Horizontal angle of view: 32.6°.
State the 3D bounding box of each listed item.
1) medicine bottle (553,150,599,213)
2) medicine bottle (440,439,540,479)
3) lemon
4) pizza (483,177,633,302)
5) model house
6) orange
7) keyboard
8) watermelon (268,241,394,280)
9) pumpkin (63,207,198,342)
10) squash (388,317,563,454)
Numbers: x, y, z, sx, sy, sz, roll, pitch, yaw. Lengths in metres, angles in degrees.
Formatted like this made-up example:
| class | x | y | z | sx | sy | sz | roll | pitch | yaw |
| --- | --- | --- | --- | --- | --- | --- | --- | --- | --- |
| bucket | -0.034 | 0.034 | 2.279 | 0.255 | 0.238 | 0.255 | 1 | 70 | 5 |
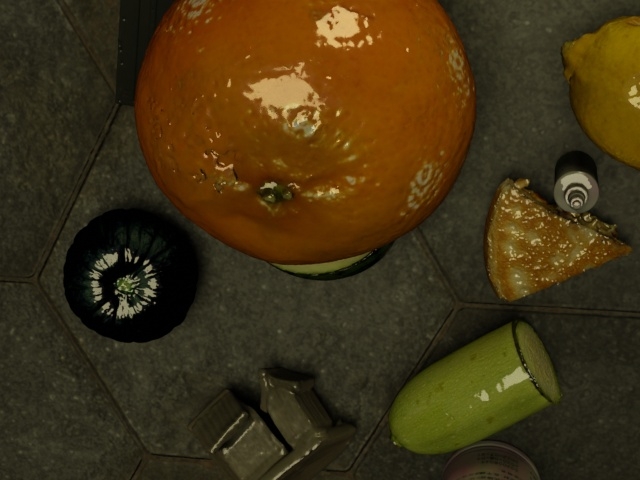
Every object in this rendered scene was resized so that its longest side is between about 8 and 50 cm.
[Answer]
| class | x | y | z | sx | sy | sz | roll | pitch | yaw |
| --- | --- | --- | --- | --- | --- | --- | --- | --- | --- |
| medicine bottle | 0.325 | -0.068 | 1.391 | 0.058 | 0.199 | 0.057 | 4 | 107 | 12 |
| medicine bottle | 0.230 | 0.400 | 1.520 | 0.152 | 0.254 | 0.152 | 4 | 107 | 12 |
| lemon | 0.412 | -0.179 | 1.345 | 0.257 | 0.188 | 0.188 | 34 | 110 | 3 |
| pizza | 0.322 | 0.000 | 1.489 | 0.199 | 0.062 | 0.188 | 4 | 120 | 6 |
| model house | -0.085 | 0.294 | 1.638 | 0.229 | 0.122 | 0.188 | -41 | 81 | 6 |
| orange | -0.021 | -0.155 | 1.352 | 0.424 | 0.326 | 0.423 | 6 | 127 | 7 |
| keyboard | -0.223 | -0.339 | 1.460 | 0.104 | 0.041 | 0.381 | 9 | 133 | -3 |
| watermelon | 0.002 | -0.002 | 1.564 | 0.245 | 0.063 | 0.119 | -5 | 86 | 19 |
| pumpkin | -0.277 | 0.052 | 1.596 | 0.202 | 0.140 | 0.201 | -1 | 102 | -3 |
| squash | 0.202 | 0.219 | 1.542 | 0.247 | 0.132 | 0.132 | -29 | 98 | 20 |
